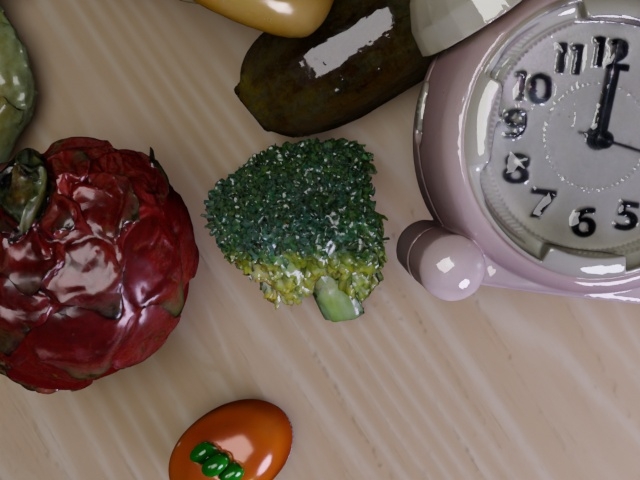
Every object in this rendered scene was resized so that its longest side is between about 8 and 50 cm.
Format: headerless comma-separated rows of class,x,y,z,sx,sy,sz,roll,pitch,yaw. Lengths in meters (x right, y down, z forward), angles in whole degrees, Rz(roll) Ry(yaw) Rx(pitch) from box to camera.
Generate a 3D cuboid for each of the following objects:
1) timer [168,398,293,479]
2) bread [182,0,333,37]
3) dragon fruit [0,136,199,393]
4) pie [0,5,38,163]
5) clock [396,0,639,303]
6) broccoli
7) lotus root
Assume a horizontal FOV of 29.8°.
timer,-0.091,0.217,1.201,0.136,0.136,0.099,-43,91,6
bread,-0.141,-0.372,1.138,0.424,0.329,0.245,27,121,16
dragon fruit,-0.247,0.025,1.166,0.244,0.244,0.299,42,135,5
pie,-0.451,-0.167,1.268,0.306,0.071,0.306,0,87,7
clock,0.237,-0.106,1.093,0.342,0.184,0.326,5,103,-13
broccoli,0.000,0.000,1.178,0.194,0.219,0.194,-10,111,-29
lotus root,0.030,-0.186,1.180,0.241,0.123,0.124,-29,77,3
